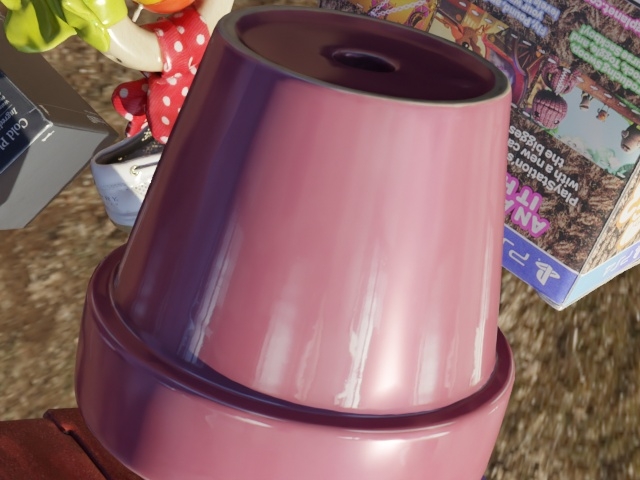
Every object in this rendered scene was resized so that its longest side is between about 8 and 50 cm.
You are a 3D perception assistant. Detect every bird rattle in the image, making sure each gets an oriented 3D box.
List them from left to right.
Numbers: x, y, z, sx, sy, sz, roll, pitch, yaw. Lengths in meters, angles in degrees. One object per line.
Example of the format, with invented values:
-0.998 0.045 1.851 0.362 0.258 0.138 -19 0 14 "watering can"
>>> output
-0.139 -0.200 1.233 0.253 0.143 0.206 32 83 -36 "bird rattle"

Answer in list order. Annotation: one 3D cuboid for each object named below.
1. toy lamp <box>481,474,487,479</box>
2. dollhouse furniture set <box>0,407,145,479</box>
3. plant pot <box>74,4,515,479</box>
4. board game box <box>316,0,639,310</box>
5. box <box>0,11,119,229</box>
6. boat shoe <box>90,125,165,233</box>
0.056 0.326 1.612 0.275 0.080 0.080 -29 89 21 "toy lamp"
-0.249 0.128 0.892 0.374 0.152 0.201 44 113 27 "dollhouse furniture set"
0.000 0.000 0.652 0.201 0.201 0.180 16 114 10 "plant pot"
0.143 -0.152 0.878 0.232 0.141 0.291 37 124 22 "board game box"
-0.433 -0.178 1.696 0.179 0.343 0.312 -45 88 5 "box"
-0.097 -0.118 1.413 0.277 0.096 0.098 -37 42 -17 "boat shoe"
